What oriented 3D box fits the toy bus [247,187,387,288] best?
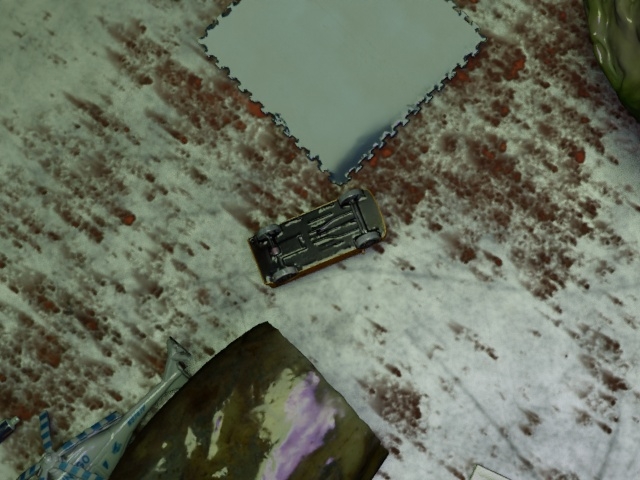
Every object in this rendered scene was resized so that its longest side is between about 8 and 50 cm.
[{"bbox_3d":[0.000,0.000,1.911,0.162,0.074,0.069,-22,74,3],"label":"toy bus"}]

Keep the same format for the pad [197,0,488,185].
[{"bbox_3d":[0.026,-0.248,1.963,0.269,0.012,0.270,-43,84,1],"label":"pad"}]

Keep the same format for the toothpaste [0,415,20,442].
[{"bbox_3d":[-0.402,0.241,1.938,0.083,0.019,0.027,-38,98,3],"label":"toothpaste"}]

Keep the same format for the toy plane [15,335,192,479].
[{"bbox_3d":[-0.255,0.240,1.905,0.182,0.107,0.273,9,57,47],"label":"toy plane"}]

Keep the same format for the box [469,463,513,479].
[{"bbox_3d":[0.192,0.313,1.878,0.054,0.024,0.083,24,86,9],"label":"box"}]

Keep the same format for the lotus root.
[{"bbox_3d":[-0.101,0.282,1.798,0.250,0.250,0.346,40,80,8],"label":"lotus root"}]

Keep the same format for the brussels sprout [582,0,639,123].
[{"bbox_3d":[0.464,-0.210,1.798,0.276,0.315,0.371,-49,43,22],"label":"brussels sprout"}]
